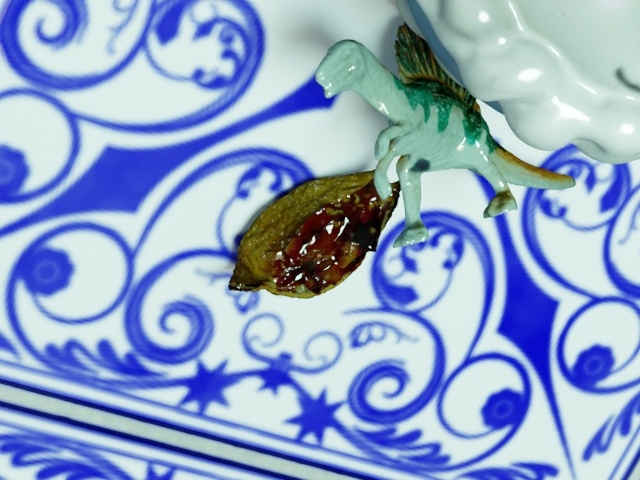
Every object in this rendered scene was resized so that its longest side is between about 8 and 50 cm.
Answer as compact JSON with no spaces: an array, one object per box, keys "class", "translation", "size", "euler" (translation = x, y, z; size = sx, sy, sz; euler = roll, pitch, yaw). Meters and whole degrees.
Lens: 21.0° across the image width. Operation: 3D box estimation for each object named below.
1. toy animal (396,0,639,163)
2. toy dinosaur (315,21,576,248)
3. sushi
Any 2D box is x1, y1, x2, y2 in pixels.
[{"class":"toy animal","translation":[0.112,-0.121,0.740],"size":[0.208,0.204,0.156],"euler":[43,99,-11]},{"class":"toy dinosaur","translation":[0.063,-0.059,0.843],"size":[0.187,0.044,0.106],"euler":[-19,91,-44]},{"class":"sushi","translation":[0.000,0.000,0.856],"size":[0.099,0.047,0.050],"euler":[-43,122,-2]}]
